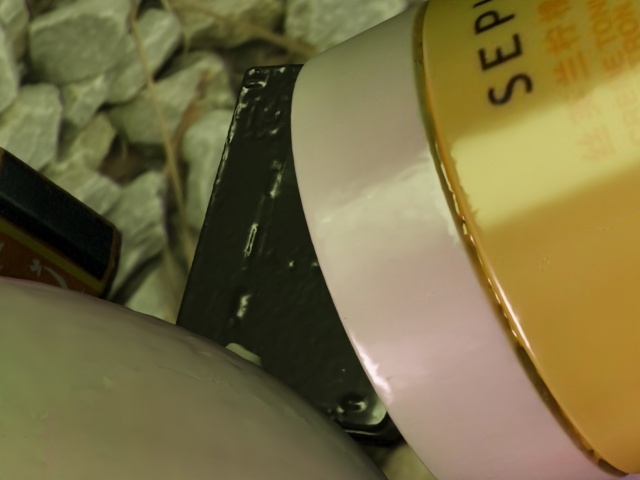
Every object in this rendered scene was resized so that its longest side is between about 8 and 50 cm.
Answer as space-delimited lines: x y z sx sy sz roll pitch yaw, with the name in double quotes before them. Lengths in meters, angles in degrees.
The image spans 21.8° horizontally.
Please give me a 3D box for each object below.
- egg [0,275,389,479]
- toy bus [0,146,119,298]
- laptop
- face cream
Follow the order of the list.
"egg" -0.117 0.180 0.695 0.340 0.354 0.354 -6 64 3
"toy bus" -0.271 0.012 0.975 0.275 0.138 0.167 12 74 34
"laptop" 0.000 0.000 0.879 0.154 0.026 0.207 3 70 34
"face cream" 0.119 -0.016 0.691 0.179 0.218 0.218 -24 58 20
